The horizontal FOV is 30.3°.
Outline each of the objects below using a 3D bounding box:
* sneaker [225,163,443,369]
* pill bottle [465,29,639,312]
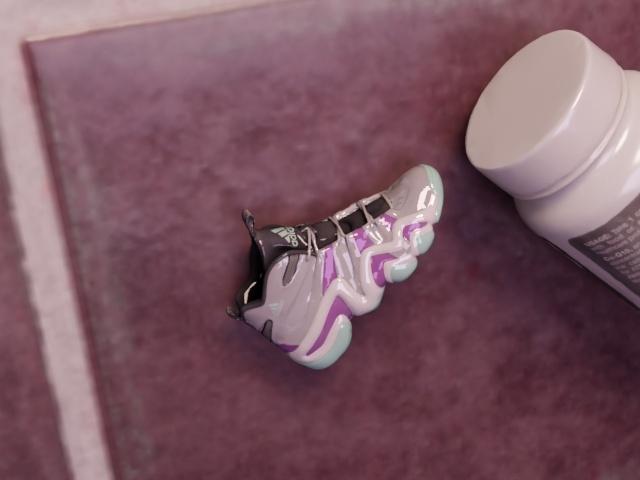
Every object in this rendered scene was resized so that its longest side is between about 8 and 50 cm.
[{"bbox_3d":[0.000,0.000,0.471,0.069,0.038,0.098,31,98,-26],"label":"sneaker"},{"bbox_3d":[0.129,-0.020,0.482,0.137,0.078,0.078,34,97,-26],"label":"pill bottle"}]
